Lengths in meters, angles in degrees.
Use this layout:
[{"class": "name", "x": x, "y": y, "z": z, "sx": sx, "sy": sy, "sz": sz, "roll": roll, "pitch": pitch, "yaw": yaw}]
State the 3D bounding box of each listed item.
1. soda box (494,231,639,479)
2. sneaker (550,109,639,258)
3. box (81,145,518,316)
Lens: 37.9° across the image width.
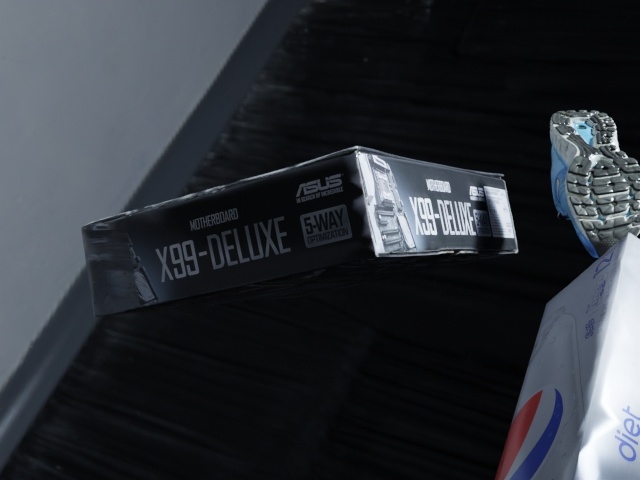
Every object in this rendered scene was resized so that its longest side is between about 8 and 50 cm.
[{"class": "soda box", "x": 0.158, "y": 0.131, "z": 0.508, "sx": 0.091, "sy": 0.098, "sz": 0.286, "roll": -54, "pitch": -175, "yaw": 47}, {"class": "sneaker", "x": 0.215, "y": -0.036, "z": 0.731, "sx": 0.162, "sy": 0.063, "sz": 0.073, "roll": -83, "pitch": 172, "yaw": -52}, {"class": "box", "x": 0.000, "y": 0.000, "z": 0.774, "sx": 0.307, "sy": 0.242, "sz": 0.077, "roll": 0, "pitch": 79, "yaw": -61}]
